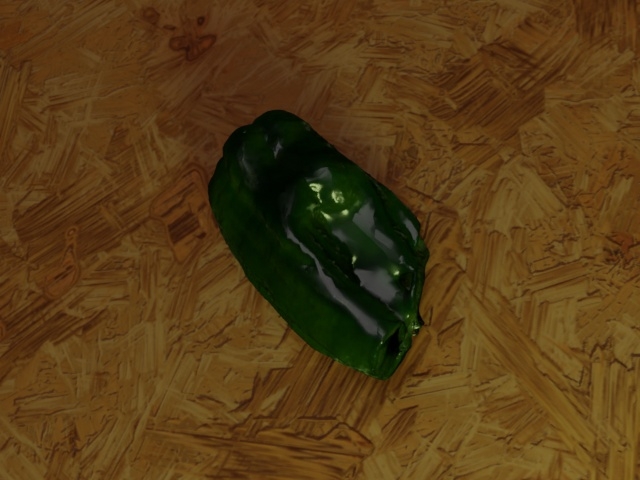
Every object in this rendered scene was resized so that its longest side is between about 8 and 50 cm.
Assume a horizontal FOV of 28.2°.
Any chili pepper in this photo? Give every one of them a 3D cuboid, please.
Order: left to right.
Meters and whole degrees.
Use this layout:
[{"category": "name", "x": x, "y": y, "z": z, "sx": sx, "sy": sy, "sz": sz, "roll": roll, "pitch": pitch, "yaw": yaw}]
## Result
[{"category": "chili pepper", "x": 0.001, "y": -0.007, "z": 1.583, "sx": 0.213, "sy": 0.167, "sz": 0.385, "roll": -41, "pitch": 61, "yaw": -2}]
